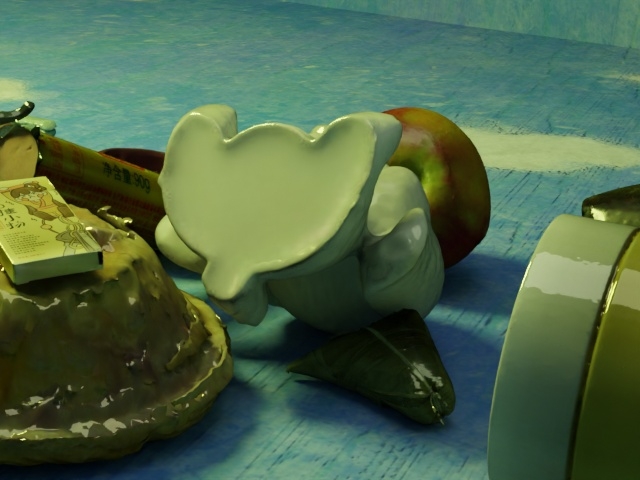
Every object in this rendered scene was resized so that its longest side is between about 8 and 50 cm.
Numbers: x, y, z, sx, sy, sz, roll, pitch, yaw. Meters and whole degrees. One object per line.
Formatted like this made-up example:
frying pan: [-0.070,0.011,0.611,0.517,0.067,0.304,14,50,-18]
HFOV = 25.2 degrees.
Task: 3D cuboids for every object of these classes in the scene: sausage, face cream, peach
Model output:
sausage: [-0.153,-0.028,1.397,0.082,0.082,0.371,23,2,44]
face cream: [0.240,0.103,1.034,0.179,0.218,0.218,13,20,21]
peach: [0.093,-0.050,1.540,0.197,0.197,0.197,4,18,-1]

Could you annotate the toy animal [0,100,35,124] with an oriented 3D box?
toy animal: [-0.386,-0.042,1.323,0.137,0.269,0.082,6,44,-50]

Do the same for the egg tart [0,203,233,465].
egg tart: [-0.240,0.059,1.180,0.352,0.150,0.352,3,22,-1]

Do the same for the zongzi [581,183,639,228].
zongzi: [0.478,0.048,1.392,0.403,0.208,0.432,2,-6,33]

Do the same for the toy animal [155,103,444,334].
toy animal: [0.000,0.000,1.317,0.271,0.206,0.265,4,-16,27]

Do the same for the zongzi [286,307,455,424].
zongzi: [0.045,0.132,1.207,0.130,0.062,0.154,-18,37,-2]

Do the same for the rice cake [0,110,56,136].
rice cake: [-0.444,-0.165,1.992,0.170,0.029,0.033,13,23,22]

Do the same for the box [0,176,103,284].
box: [-0.230,-0.012,1.137,0.073,0.020,0.149,-10,31,-27]

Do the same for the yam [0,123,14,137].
yam: [-0.426,-0.122,1.787,0.127,0.084,0.084,22,25,35]

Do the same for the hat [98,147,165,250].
hat: [-0.171,-0.037,1.569,0.205,0.089,0.205,12,15,-3]
